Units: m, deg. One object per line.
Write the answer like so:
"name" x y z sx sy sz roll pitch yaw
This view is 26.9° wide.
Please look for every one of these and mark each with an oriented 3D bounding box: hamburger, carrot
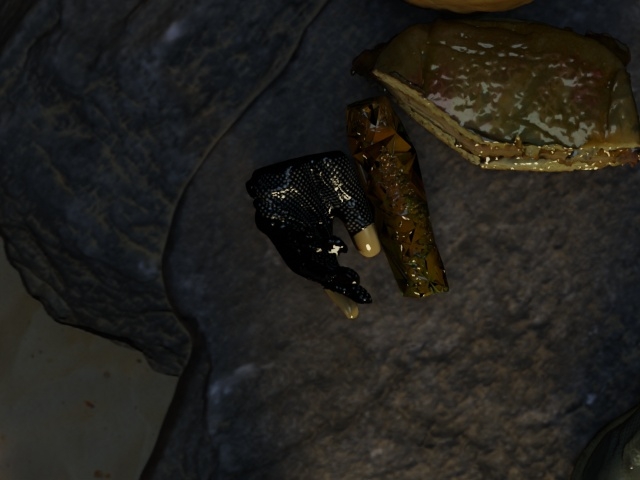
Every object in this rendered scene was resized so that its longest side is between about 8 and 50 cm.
"hamburger" 0.210 -0.158 1.427 0.245 0.155 0.282 -40 84 -8
"carrot" 0.082 -0.044 1.441 0.069 0.069 0.228 -19 106 -3

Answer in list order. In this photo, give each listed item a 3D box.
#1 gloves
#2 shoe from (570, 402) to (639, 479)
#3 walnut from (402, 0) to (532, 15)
"gloves" -0.003 0.001 1.440 0.106 0.129 0.180 -9 99 20
"shoe" 0.399 0.202 1.415 0.132 0.171 0.336 37 87 -1
"walnut" 0.165 -0.389 1.365 0.333 0.333 0.332 0 88 -2
